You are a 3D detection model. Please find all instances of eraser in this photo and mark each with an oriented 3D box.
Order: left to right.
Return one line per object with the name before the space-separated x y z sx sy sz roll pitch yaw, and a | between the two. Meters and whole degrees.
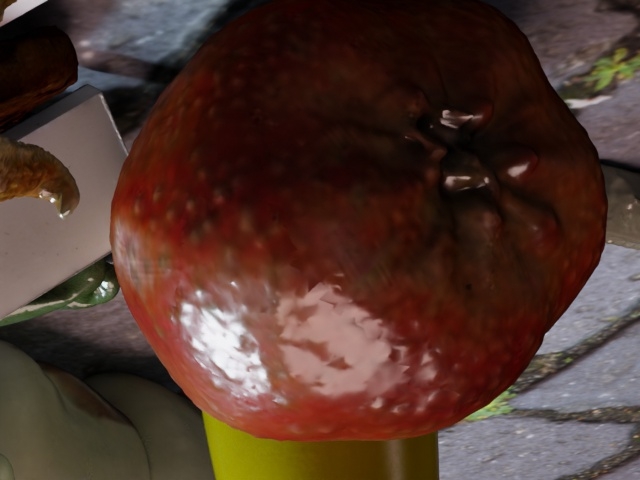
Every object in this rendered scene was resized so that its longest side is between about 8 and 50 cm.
eraser | -0.181 -0.016 1.224 0.150 0.023 0.104 -32 123 -19

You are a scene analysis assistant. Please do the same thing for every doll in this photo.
doll | -0.224 0.200 1.650 0.215 0.226 0.370 -53 150 17

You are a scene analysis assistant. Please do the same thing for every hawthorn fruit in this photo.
hawthorn fruit | 0.000 0.000 1.197 0.287 0.287 0.330 6 159 -30

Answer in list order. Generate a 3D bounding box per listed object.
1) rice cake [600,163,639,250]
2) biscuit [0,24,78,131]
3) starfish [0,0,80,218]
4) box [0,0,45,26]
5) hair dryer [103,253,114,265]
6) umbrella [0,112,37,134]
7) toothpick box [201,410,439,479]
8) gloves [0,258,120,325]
rice cake | 0.203 -0.028 1.452 0.256 0.052 0.057 12 121 -38
biscuit | -0.221 -0.070 1.132 0.192 0.049 0.192 -29 -179 1
starfish | -0.247 -0.050 0.945 0.375 0.094 0.327 -35 138 -3
box | -0.313 -0.161 0.958 0.200 0.065 0.343 -23 153 31
hair dryer | -0.241 0.034 1.419 0.271 0.091 0.235 -22 173 -3
umbrella | -0.211 -0.063 1.252 0.144 0.040 0.037 -2 165 -10
toothpick box | -0.002 0.108 1.415 0.175 0.271 0.175 -7 156 -3
gloves | -0.256 0.004 1.278 0.268 0.135 0.107 16 141 -28
